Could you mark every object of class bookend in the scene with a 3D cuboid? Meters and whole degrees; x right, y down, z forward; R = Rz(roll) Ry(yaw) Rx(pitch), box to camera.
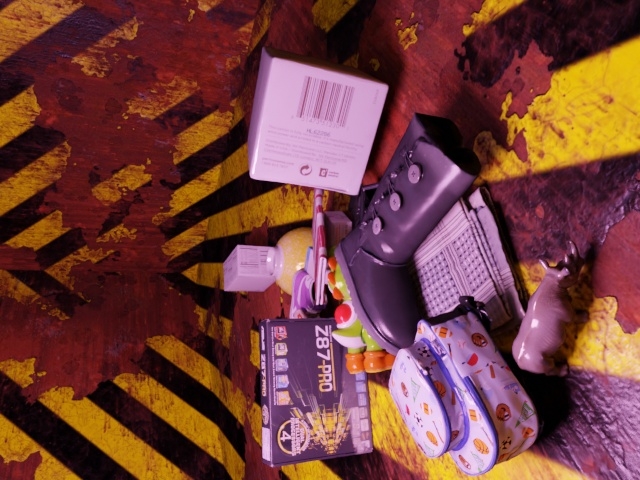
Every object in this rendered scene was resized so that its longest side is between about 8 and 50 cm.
[{"bbox_3d":[0.178,-0.080,1.323,0.156,0.072,0.158,-179,92,-65],"label":"bookend"}]

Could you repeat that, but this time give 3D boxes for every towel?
[{"bbox_3d":[0.300,0.081,1.064,0.324,0.056,0.313,131,136,-52],"label":"towel"},{"bbox_3d":[0.000,0.000,1.452,0.237,0.037,0.329,93,175,-48],"label":"towel"}]

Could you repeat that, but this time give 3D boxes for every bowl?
[{"bbox_3d":[-0.121,0.085,1.851,0.289,0.155,0.290,-176,90,-65],"label":"bowl"}]

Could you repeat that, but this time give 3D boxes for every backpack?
[{"bbox_3d":[0.263,0.289,0.884,0.263,0.213,0.277,52,159,35],"label":"backpack"}]

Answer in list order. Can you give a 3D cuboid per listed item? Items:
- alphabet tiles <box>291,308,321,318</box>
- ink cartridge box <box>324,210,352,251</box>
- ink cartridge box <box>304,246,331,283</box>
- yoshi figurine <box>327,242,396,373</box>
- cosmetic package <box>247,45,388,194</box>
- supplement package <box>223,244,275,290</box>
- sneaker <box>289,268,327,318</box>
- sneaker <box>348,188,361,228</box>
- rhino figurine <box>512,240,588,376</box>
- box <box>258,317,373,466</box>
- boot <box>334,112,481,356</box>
[{"bbox_3d":[-0.024,0.387,1.658,0.278,0.021,0.284,53,140,20],"label":"alphabet tiles"},{"bbox_3d":[0.056,-0.018,1.516,0.198,0.067,0.116,-117,26,-72],"label":"ink cartridge box"},{"bbox_3d":[0.016,0.088,1.629,0.143,0.092,0.090,-136,53,-59],"label":"ink cartridge box"},{"bbox_3d":[0.128,0.179,1.348,0.203,0.203,0.363,30,-134,-80],"label":"yoshi figurine"},{"bbox_3d":[-0.034,-0.375,1.439,0.394,0.328,0.328,-109,30,-62],"label":"cosmetic package"},{"bbox_3d":[-0.325,0.137,2.224,0.262,0.203,0.145,140,129,-58],"label":"supplement package"},{"bbox_3d":[-0.037,0.256,1.686,0.161,0.102,0.283,23,122,58],"label":"sneaker"},{"bbox_3d":[0.120,-0.089,1.481,0.089,0.051,0.171,-175,93,-65],"label":"sneaker"},{"bbox_3d":[0.393,0.118,0.799,0.073,0.106,0.244,-144,60,-60],"label":"rhino figurine"},{"bbox_3d":[-0.017,0.430,1.397,0.097,0.317,0.396,149,122,-60],"label":"box"},{"bbox_3d":[0.218,-0.003,1.063,0.445,0.146,0.367,-57,50,37],"label":"boot"}]
